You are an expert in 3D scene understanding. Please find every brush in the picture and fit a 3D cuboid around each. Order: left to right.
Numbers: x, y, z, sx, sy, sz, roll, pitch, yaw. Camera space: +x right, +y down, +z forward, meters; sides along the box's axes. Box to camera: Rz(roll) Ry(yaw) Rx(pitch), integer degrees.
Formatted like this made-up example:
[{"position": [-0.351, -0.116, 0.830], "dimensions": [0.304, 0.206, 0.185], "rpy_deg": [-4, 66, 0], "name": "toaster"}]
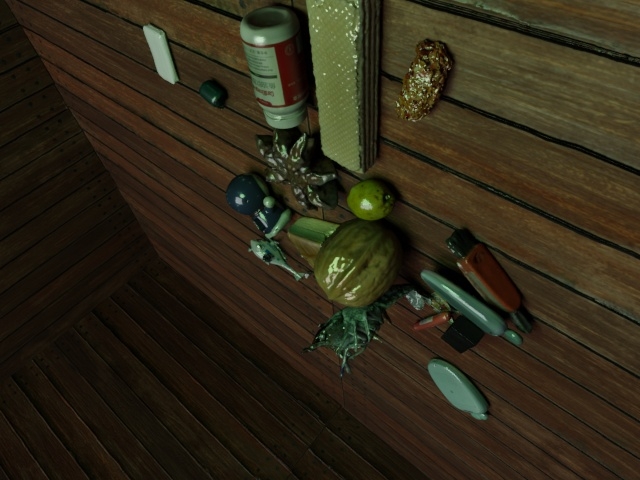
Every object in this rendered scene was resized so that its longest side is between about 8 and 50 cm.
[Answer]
[{"position": [0.411, 0.103, 1.100], "dimensions": [0.323, 0.070, 0.051], "rpy_deg": [48, 155, -13], "name": "brush"}]

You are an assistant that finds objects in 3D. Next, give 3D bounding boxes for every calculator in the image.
[{"position": [0.489, 0.532, 1.640], "dimensions": [0.295, 0.042, 0.184], "rpy_deg": [51, 154, -9], "name": "calculator"}, {"position": [0.381, 0.170, 1.187], "dimensions": [0.299, 0.041, 0.185], "rpy_deg": [38, 177, 19], "name": "calculator"}]

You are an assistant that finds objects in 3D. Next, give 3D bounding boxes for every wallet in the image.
[{"position": [-0.514, -0.600, 1.503], "dimensions": [0.095, 0.033, 0.190], "rpy_deg": [37, 153, 22], "name": "wallet"}]

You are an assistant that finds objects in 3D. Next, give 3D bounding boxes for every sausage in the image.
[{"position": [0.345, 0.253, 1.448], "dimensions": [0.034, 0.034, 0.253], "rpy_deg": [44, 157, 4], "name": "sausage"}]

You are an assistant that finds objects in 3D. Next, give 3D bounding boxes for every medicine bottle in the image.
[{"position": [-0.098, -0.390, 1.066], "dimensions": [0.131, 0.131, 0.250], "rpy_deg": [31, 151, 28], "name": "medicine bottle"}]

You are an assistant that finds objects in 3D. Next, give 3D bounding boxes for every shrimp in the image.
[{"position": [0.133, 0.238, 1.329], "dimensions": [0.166, 0.411, 0.221], "rpy_deg": [51, 158, 3], "name": "shrimp"}]

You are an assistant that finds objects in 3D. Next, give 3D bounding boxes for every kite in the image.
[{"position": [0.395, 0.204, 1.341], "dimensions": [0.244, 0.006, 0.198], "rpy_deg": [19, 143, 44], "name": "kite"}]

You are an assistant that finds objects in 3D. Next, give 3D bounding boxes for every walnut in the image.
[{"position": [0.105, 0.060, 1.278], "dimensions": [0.225, 0.261, 0.225], "rpy_deg": [37, 173, 6], "name": "walnut"}]

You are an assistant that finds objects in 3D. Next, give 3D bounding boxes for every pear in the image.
[{"position": [0.129, -0.104, 1.184], "dimensions": [0.131, 0.107, 0.107], "rpy_deg": [-11, 120, 47], "name": "pear"}]

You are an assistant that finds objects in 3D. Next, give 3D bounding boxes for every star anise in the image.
[{"position": [-0.067, -0.202, 1.324], "dimensions": [0.315, 0.108, 0.315], "rpy_deg": [27, 145, 21], "name": "star anise"}]

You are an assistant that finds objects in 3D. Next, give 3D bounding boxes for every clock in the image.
[{"position": [-0.218, -0.130, 1.630], "dimensions": [0.243, 0.146, 0.200], "rpy_deg": [45, 160, -15], "name": "clock"}]

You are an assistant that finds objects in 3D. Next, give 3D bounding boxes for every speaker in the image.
[{"position": [-0.322, -0.446, 1.429], "dimensions": [0.075, 0.060, 0.094], "rpy_deg": [41, -170, 9], "name": "speaker"}, {"position": [0.402, 0.273, 1.327], "dimensions": [0.082, 0.044, 0.218], "rpy_deg": [38, 168, 18], "name": "speaker"}]

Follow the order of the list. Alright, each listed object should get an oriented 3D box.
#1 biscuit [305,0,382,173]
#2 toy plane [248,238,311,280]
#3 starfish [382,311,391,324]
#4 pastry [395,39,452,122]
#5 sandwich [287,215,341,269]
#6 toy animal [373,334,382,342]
[{"position": [0.052, -0.333, 0.985], "dimensions": [0.144, 0.078, 0.426], "rpy_deg": [33, 151, 27], "name": "biscuit"}, {"position": [-0.177, 0.084, 1.923], "dimensions": [0.273, 0.107, 0.182], "rpy_deg": [46, 160, -10], "name": "toy plane"}, {"position": [0.129, 0.170, 1.499], "dimensions": [0.277, 0.235, 0.062], "rpy_deg": [30, 123, -8], "name": "starfish"}, {"position": [0.185, -0.287, 0.869], "dimensions": [0.087, 0.063, 0.169], "rpy_deg": [40, 155, 17], "name": "pastry"}, {"position": [0.000, 0.000, 1.524], "dimensions": [0.220, 0.108, 0.186], "rpy_deg": [48, 155, 2], "name": "sandwich"}, {"position": [0.167, 0.397, 1.872], "dimensions": [0.155, 0.095, 0.219], "rpy_deg": [31, 152, 37], "name": "toy animal"}]
